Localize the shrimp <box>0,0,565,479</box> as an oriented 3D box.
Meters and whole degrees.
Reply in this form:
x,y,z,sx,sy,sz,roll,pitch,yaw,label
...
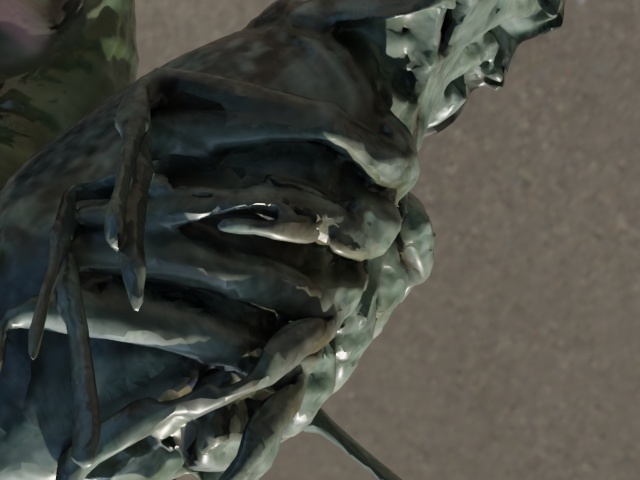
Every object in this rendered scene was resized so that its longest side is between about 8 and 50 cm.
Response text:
x,y,z,sx,sy,sz,roll,pitch,yaw,label
-0.005,0.000,0.563,0.166,0.410,0.221,35,166,21,shrimp

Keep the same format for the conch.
x,y,z,sx,sy,sz,roll,pitch,yaw,label
-0.192,-0.051,0.902,0.220,0.277,0.195,49,179,13,conch
